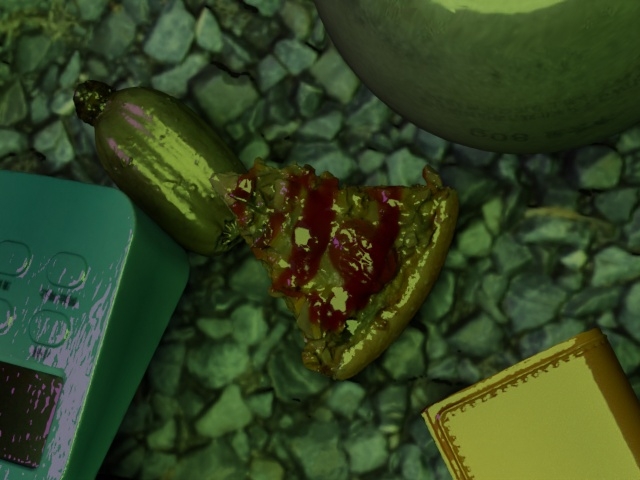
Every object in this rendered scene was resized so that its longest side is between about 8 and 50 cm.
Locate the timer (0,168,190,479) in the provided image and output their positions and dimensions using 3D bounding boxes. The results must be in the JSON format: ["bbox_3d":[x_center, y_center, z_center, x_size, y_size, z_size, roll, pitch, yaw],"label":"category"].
[{"bbox_3d":[-0.248,0.076,1.241,0.232,0.091,0.250,9,68,31],"label":"timer"}]

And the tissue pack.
[{"bbox_3d":[0.203,0.216,1.146,0.145,0.194,0.274,-26,81,5],"label":"tissue pack"}]

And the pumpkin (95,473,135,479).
[{"bbox_3d":[-0.174,0.291,1.238,0.224,0.157,0.223,0,87,-7],"label":"pumpkin"}]

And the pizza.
[{"bbox_3d":[0.000,0.000,1.242,0.199,0.062,0.188,29,90,-9],"label":"pizza"}]

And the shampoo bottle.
[{"bbox_3d":[0.144,-0.225,1.127,0.323,0.317,0.322,0,88,13],"label":"shampoo bottle"}]

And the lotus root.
[{"bbox_3d":[-0.127,-0.066,1.295,0.183,0.077,0.090,42,87,7],"label":"lotus root"}]
